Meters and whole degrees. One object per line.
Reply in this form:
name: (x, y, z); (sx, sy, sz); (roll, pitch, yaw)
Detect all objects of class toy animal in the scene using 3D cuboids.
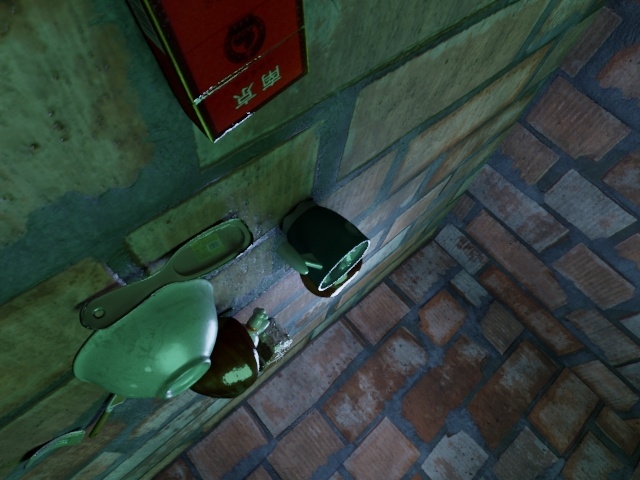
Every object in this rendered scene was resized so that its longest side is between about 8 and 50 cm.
toy animal: (-0.252, 0.304, 1.212); (0.140, 0.138, 0.283); (20, 92, -82)

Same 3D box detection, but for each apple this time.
apple: (0.026, 0.075, 1.274); (0.201, 0.162, 0.201); (-47, 175, -5)

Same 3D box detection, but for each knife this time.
knife: (-0.506, 0.396, 1.026); (0.256, 0.022, 0.046); (-54, 155, 17)

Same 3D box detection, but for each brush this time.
brush: (-0.254, 0.061, 0.724); (0.312, 0.072, 0.067); (-34, 175, -28)

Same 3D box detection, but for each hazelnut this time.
hazelnut: (-0.259, 0.303, 1.066); (0.212, 0.181, 0.180); (-26, 143, 23)

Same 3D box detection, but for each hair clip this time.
hair clip: (-0.619, 0.482, 0.970); (0.054, 0.022, 0.137); (-50, 163, 19)

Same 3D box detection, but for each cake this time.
cake: (-0.196, 0.383, 1.555); (0.147, 0.135, 0.134); (-56, 160, 23)

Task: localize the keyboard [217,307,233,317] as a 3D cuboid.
keyboard: (-0.287, 0.245, 1.196); (0.053, 0.010, 0.155); (-30, 159, -43)

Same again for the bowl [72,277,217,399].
bowl: (-0.314, 0.232, 0.860); (0.313, 0.146, 0.313); (-41, 164, -14)

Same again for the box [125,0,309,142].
box: (-0.092, -0.219, 0.392); (0.153, 0.074, 0.240); (-44, 165, -13)

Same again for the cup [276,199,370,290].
cup: (0.000, 0.000, 0.978); (0.168, 0.173, 0.299); (-53, 162, 29)
